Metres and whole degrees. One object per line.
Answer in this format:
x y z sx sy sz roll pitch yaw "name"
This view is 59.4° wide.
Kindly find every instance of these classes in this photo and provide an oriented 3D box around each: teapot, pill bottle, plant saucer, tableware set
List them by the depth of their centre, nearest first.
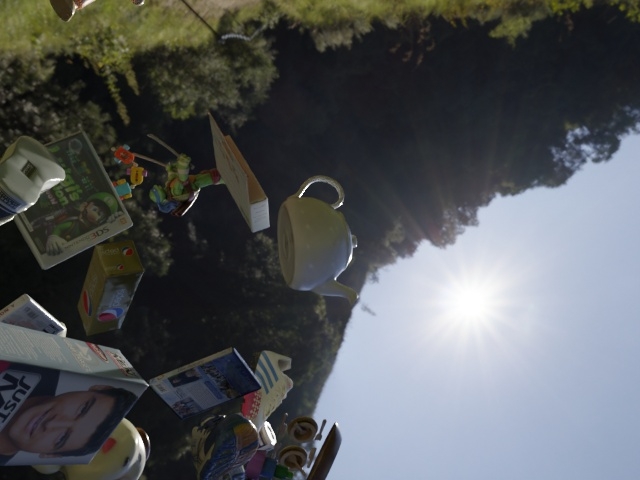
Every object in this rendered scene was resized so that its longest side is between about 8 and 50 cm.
0.008 0.547 1.382 0.198 0.036 0.198 -62 173 -15 "plant saucer"
0.000 0.000 1.418 0.252 0.187 0.255 -118 -153 -55 "teapot"
-0.063 0.584 1.589 0.039 0.128 0.194 -106 -150 -65 "tableware set"
-0.242 0.680 1.870 0.170 0.094 0.094 -25 -163 1 "pill bottle"

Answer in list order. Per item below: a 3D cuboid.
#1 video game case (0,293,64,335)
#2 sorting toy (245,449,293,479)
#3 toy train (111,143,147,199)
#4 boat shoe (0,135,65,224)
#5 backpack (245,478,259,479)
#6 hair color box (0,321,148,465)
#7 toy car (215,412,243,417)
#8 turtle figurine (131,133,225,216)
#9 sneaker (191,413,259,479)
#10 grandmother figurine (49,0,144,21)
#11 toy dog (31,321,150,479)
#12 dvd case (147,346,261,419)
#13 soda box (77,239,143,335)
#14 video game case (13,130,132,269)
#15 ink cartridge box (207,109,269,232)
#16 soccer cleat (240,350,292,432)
-0.668 0.212 1.203 0.183 0.023 0.201 -40 162 -20 "video game case"
-0.148 0.650 1.228 0.127 0.126 0.365 103 6 -85 "sorting toy"
-0.599 -0.205 1.698 0.166 0.125 0.046 -54 -160 12 "toy train"
-0.405 -0.080 0.740 0.070 0.077 0.219 -36 -158 5 "boat shoe"
-0.178 0.691 1.500 0.098 0.101 0.120 -59 174 -22 "backpack"
-0.479 0.252 0.902 0.185 0.114 0.374 -53 150 -2 "hair color box"
-0.355 0.777 2.209 0.182 0.159 0.136 -11 -174 12 "toy car"
-0.405 -0.228 1.714 0.266 0.274 0.198 -13 156 -32 "turtle figurine"
-0.199 0.380 1.049 0.112 0.131 0.296 -15 147 -30 "sneaker"
-0.386 -0.573 1.088 0.342 0.104 0.207 -45 149 -28 "grandmother figurine"
-0.627 0.485 1.397 0.395 0.408 0.284 -56 174 33 "toy dog"
-0.310 0.391 1.521 0.253 0.180 0.022 -22 -142 5 "dvd case"
-0.337 0.078 0.893 0.058 0.061 0.181 -10 150 -38 "soda box"
-0.446 -0.073 0.974 0.173 0.190 0.022 -34 -162 -35 "video game case"
-0.225 -0.196 1.544 0.060 0.275 0.238 -21 147 -18 "ink cartridge box"
-0.161 0.468 1.711 0.331 0.143 0.116 -82 -179 -53 "soccer cleat"
